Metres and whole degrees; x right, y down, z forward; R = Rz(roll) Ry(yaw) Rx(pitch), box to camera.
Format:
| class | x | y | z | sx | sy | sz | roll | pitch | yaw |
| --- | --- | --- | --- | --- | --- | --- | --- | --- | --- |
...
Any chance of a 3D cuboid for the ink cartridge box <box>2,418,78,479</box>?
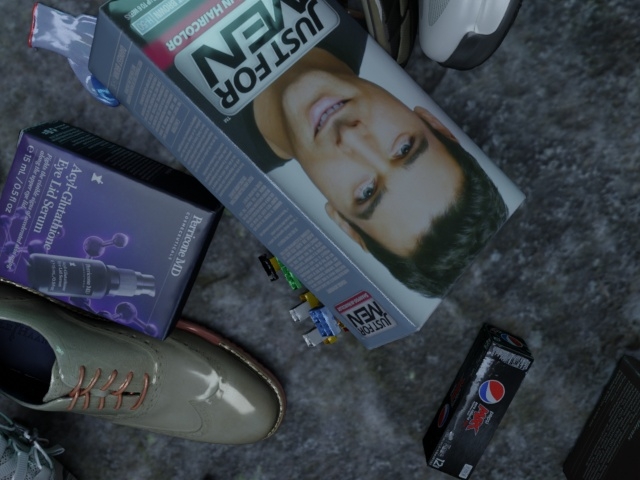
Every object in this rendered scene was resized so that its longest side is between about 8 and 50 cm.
| class | x | y | z | sx | sy | sz | roll | pitch | yaw |
| --- | --- | --- | --- | --- | --- | --- | --- | --- | --- |
| ink cartridge box | -0.355 | 0.357 | 0.928 | 0.172 | 0.100 | 0.237 | -39 | 102 | 9 |

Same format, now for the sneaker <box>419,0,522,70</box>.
| class | x | y | z | sx | sy | sz | roll | pitch | yaw |
| --- | --- | --- | --- | --- | --- | --- | --- | --- | --- |
| sneaker | 0.043 | -0.374 | 0.673 | 0.257 | 0.169 | 0.447 | -1 | 96 | -12 |

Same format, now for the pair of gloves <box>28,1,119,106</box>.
| class | x | y | z | sx | sy | sz | roll | pitch | yaw |
| --- | --- | --- | --- | --- | --- | --- | --- | --- | --- |
| pair of gloves | -0.213 | -0.240 | 0.806 | 0.159 | 0.023 | 0.198 | 19 | 104 | -4 |

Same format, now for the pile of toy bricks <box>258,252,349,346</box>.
| class | x | y | z | sx | sy | sz | roll | pitch | yaw |
| --- | --- | --- | --- | --- | --- | --- | --- | --- | --- |
| pile of toy bricks | 0.000 | 0.000 | 0.838 | 0.105 | 0.118 | 0.212 | -30 | 94 | -26 |

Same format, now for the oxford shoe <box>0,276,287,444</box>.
| class | x | y | z | sx | sy | sz | roll | pitch | yaw |
| --- | --- | --- | --- | --- | --- | --- | --- | --- | --- |
| oxford shoe | -0.231 | 0.151 | 0.847 | 0.397 | 0.146 | 0.140 | 17 | 105 | -4 |

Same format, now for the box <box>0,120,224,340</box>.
| class | x | y | z | sx | sy | sz | roll | pitch | yaw |
| --- | --- | --- | --- | --- | --- | --- | --- | --- | --- |
| box | -0.220 | -0.014 | 0.823 | 0.207 | 0.108 | 0.153 | 22 | 104 | -5 |

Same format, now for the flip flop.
| class | x | y | z | sx | sy | sz | roll | pitch | yaw |
| --- | --- | --- | --- | --- | --- | --- | --- | --- | --- |
| flip flop | 0.015 | -0.289 | 0.757 | 0.080 | 0.112 | 0.277 | -20 | 108 | 33 |

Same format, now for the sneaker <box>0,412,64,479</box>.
| class | x | y | z | sx | sy | sz | roll | pitch | yaw |
| --- | --- | --- | --- | --- | --- | --- | --- | --- | --- |
| sneaker | -0.322 | 0.212 | 0.795 | 0.115 | 0.105 | 0.281 | -19 | 122 | -16 |

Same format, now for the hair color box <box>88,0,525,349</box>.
| class | x | y | z | sx | sy | sz | roll | pitch | yaw |
| --- | --- | --- | --- | --- | --- | --- | --- | --- | --- |
| hair color box | -0.011 | -0.099 | 0.730 | 0.374 | 0.113 | 0.185 | 45 | 64 | -4 |

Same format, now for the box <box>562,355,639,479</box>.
| class | x | y | z | sx | sy | sz | roll | pitch | yaw |
| --- | --- | --- | --- | --- | --- | --- | --- | --- | --- |
| box | 0.392 | 0.258 | 0.841 | 0.168 | 0.203 | 0.167 | 22 | 105 | -5 |

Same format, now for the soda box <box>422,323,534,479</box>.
| class | x | y | z | sx | sy | sz | roll | pitch | yaw |
| --- | --- | --- | --- | --- | --- | --- | --- | --- | --- |
| soda box | 0.177 | 0.184 | 0.896 | 0.053 | 0.060 | 0.169 | 24 | 105 | -4 |
